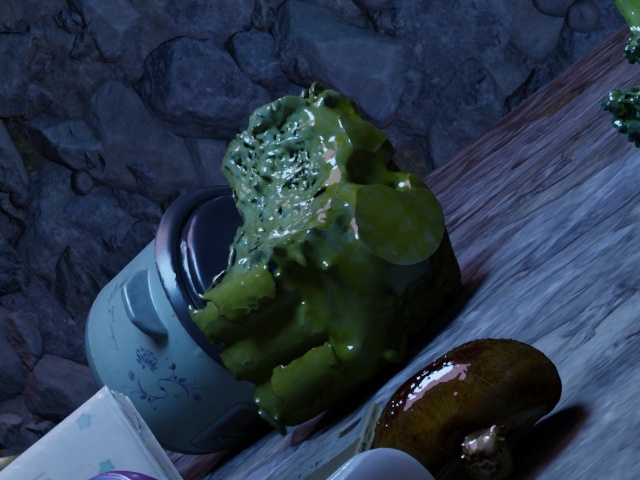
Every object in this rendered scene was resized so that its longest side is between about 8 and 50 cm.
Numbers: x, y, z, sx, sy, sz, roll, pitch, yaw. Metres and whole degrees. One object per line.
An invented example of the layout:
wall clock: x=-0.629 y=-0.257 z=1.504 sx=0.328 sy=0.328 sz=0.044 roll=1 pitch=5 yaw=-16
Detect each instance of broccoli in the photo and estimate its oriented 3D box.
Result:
broccoli: x=0.309 y=-0.152 z=1.413 sx=0.167 sy=0.160 sz=0.154 roll=-47 pitch=-29 yaw=23

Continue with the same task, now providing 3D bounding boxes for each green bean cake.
green bean cake: x=0.000 y=0.000 z=1.728 sx=0.202 sy=0.285 sz=0.310 roll=-32 pitch=8 yaw=32

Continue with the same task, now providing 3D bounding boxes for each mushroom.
mushroom: x=0.089 y=0.113 z=1.032 sx=0.127 sy=0.087 sz=0.127 roll=-29 pitch=-20 yaw=-12

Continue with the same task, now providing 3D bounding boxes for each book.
book: x=-0.013 y=0.202 z=1.405 sx=0.138 sy=0.016 sz=0.198 roll=-39 pitch=3 yaw=13

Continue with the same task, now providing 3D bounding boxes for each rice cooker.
rice cooker: x=-0.109 y=0.090 z=1.971 sx=0.317 sy=0.264 sz=0.316 roll=-15 pitch=-27 yaw=-8

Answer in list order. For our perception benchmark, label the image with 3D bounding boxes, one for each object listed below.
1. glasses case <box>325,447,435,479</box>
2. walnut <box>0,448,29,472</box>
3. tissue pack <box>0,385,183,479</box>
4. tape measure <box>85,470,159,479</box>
glasses case: x=-0.007 y=0.191 z=0.937 sx=0.193 sy=0.074 sz=0.049 roll=-41 pitch=4 yaw=-23
walnut: x=-0.308 y=0.314 z=1.747 sx=0.245 sy=0.198 sz=0.198 roll=-35 pitch=4 yaw=21
tissue pack: x=-0.268 y=0.301 z=1.595 sx=0.325 sy=0.170 sz=0.071 roll=-39 pitch=-22 yaw=6
tape measure: x=-0.176 y=0.260 z=1.498 sx=0.125 sy=0.118 sz=0.074 roll=0 pitch=-14 yaw=31
